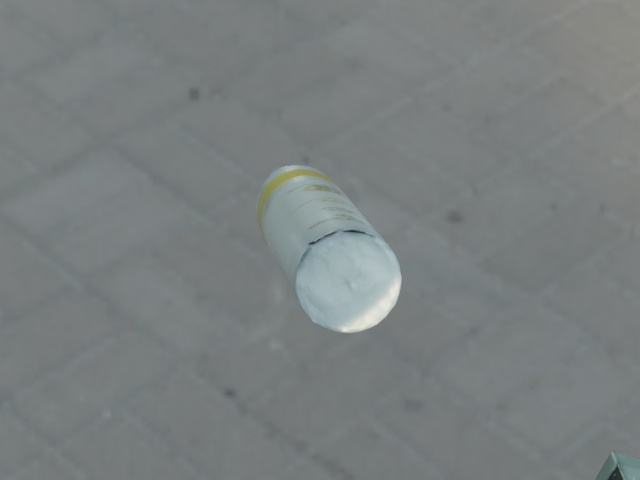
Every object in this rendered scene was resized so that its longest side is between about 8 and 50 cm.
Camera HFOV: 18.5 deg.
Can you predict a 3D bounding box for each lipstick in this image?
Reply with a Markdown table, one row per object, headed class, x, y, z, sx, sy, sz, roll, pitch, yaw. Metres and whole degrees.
| class | x | y | z | sx | sy | sz | roll | pitch | yaw |
| --- | --- | --- | --- | --- | --- | --- | --- | --- | --- |
| lipstick | 0.000 | 0.000 | 1.138 | 0.059 | 0.059 | 0.264 | -2 | 10 | -6 |

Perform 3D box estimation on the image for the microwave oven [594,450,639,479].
| class | x | y | z | sx | sy | sz | roll | pitch | yaw |
| --- | --- | --- | --- | --- | --- | --- | --- | --- | --- |
| microwave oven | 0.199 | 0.263 | 1.224 | 0.122 | 0.208 | 0.162 | 17 | 26 | -16 |
